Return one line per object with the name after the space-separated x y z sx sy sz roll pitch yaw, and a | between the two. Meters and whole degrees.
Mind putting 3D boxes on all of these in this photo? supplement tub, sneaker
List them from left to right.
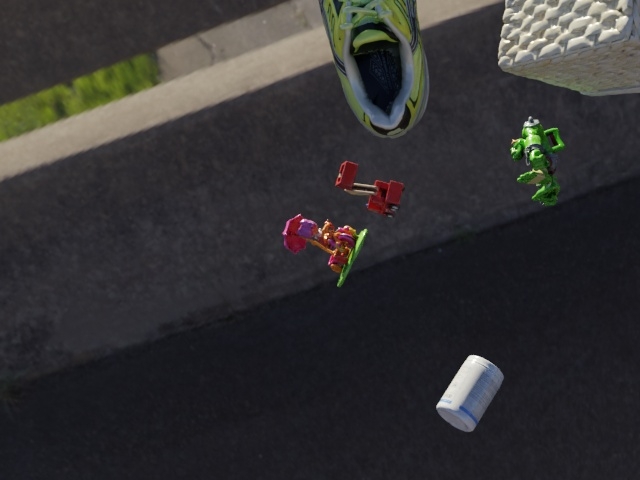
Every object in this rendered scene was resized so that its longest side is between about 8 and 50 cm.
0.063 -0.313 1.055 0.145 0.385 0.147 -17 17 8 | sneaker
0.244 0.250 1.379 0.071 0.071 0.107 22 65 37 | supplement tub

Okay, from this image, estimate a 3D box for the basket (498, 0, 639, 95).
0.512 -0.441 1.461 0.331 0.266 0.329 5 89 63 | basket

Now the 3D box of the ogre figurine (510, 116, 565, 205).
0.416 -0.151 1.603 0.096 0.197 0.118 -20 60 37 | ogre figurine

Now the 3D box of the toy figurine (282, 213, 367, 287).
0.000 0.000 1.764 0.159 0.173 0.130 24 64 -1 | toy figurine

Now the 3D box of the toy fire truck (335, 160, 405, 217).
0.098 -0.099 1.703 0.135 0.192 0.047 15 80 1 | toy fire truck
